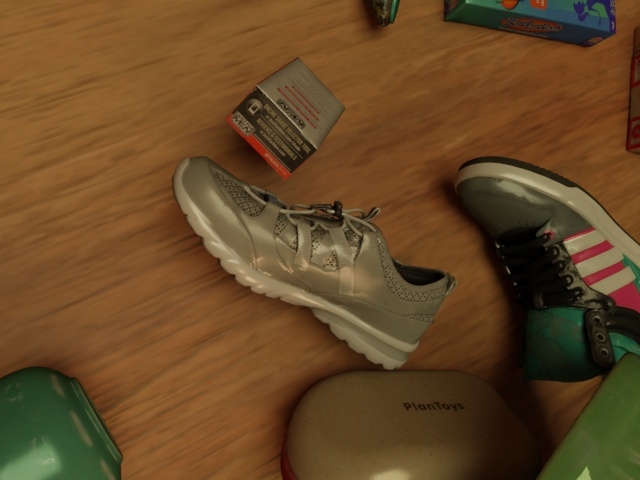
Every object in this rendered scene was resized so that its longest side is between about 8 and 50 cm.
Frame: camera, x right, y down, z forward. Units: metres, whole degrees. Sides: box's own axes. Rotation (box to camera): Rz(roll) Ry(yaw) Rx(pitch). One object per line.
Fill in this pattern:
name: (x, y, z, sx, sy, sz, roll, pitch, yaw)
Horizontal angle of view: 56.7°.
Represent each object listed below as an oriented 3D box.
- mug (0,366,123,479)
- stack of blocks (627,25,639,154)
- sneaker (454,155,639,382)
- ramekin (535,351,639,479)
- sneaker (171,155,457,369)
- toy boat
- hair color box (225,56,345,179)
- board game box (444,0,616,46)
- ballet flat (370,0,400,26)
mug: (-0.210, 0.166, 0.451, 0.097, 0.157, 0.129, -31, 72, -22)
stack of blocks: (0.549, -0.174, 0.768, 0.297, 0.087, 0.171, 11, 81, -19)
sneaker: (0.239, 0.057, 0.622, 0.295, 0.124, 0.178, 33, 66, -16)
ramekin: (0.239, 0.257, 0.477, 0.148, 0.303, 0.303, 33, 70, 30)
sneaker: (0.000, 0.000, 0.531, 0.281, 0.105, 0.115, 34, 105, -25)
toy boat: (0.075, 0.213, 0.550, 0.231, 0.151, 0.151, 5, 113, -20)
hair color box: (-0.026, -0.114, 0.532, 0.043, 0.141, 0.072, -40, 101, 25)
board game box: (0.246, -0.325, 0.693, 0.210, 0.047, 0.160, 2, 85, -19)
ballet flat: (0.072, -0.315, 0.630, 0.070, 0.070, 0.188, 22, 76, -17)
